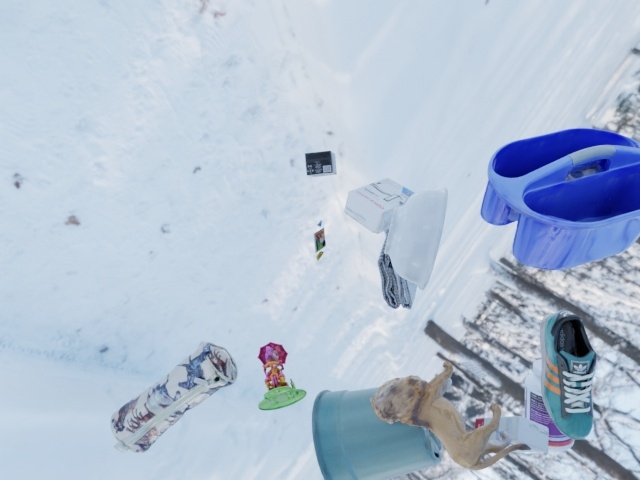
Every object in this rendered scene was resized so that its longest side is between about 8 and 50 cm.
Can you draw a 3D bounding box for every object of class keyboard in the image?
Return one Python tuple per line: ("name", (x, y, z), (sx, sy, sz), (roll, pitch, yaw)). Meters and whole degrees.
("keyboard", (0.512, 0.429, 1.603), (0.014, 0.072, 0.256), (-48, 154, 6))

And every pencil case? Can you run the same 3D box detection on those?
("pencil case", (-0.462, 0.497, 1.530), (0.410, 0.160, 0.183), (-38, -174, 0))

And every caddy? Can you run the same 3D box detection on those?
("caddy", (0.466, -0.096, 0.887), (0.341, 0.241, 0.179), (-15, 138, -13))

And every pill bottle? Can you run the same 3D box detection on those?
("pill bottle", (0.895, 0.638, 1.886), (0.181, 0.182, 0.322), (-21, 111, -54))

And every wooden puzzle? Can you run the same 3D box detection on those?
("wooden puzzle", (0.000, 0.000, 1.573), (0.078, 0.014, 0.116), (-46, 134, -51))

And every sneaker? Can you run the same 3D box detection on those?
("sneaker", (0.594, 0.318, 1.150), (0.121, 0.108, 0.302), (73, 14, -75))

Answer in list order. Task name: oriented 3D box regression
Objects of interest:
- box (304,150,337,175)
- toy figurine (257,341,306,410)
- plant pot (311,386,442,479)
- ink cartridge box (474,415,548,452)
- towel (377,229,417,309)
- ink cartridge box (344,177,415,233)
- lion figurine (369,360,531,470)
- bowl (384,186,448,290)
("box", (0.002, -0.176, 1.116), (0.083, 0.062, 0.052), (-32, 117, -80))
("toy figurine", (-0.123, 0.341, 1.270), (0.130, 0.159, 0.173), (-18, 149, -3))
("plant pot", (0.194, 0.620, 1.571), (0.334, 0.341, 0.341), (-21, 166, 18))
("ink cartridge box", (0.575, 0.588, 1.463), (0.175, 0.127, 0.072), (-39, -150, 56))
("towel", (0.297, 0.088, 1.839), (0.235, 0.121, 0.283), (-64, 146, -42))
("ink cartridge box", (0.200, -0.117, 1.567), (0.203, 0.148, 0.085), (-24, 139, -41))
("lion figurine", (0.344, 0.498, 1.320), (0.240, 0.392, 0.142), (-35, 145, -27))
("bowl", (0.260, -0.016, 1.368), (0.298, 0.134, 0.297), (12, 90, -83))
